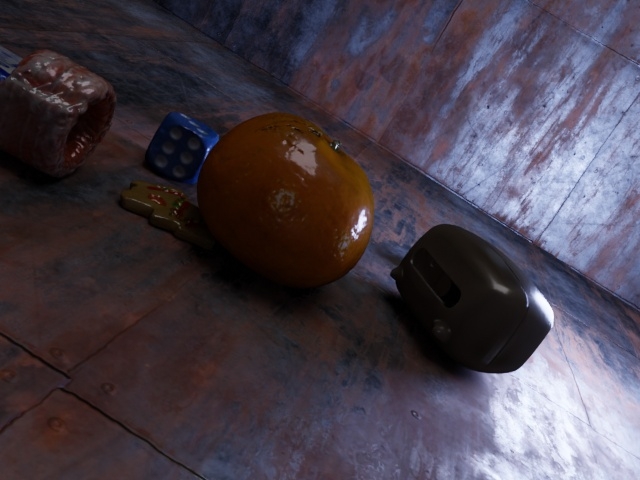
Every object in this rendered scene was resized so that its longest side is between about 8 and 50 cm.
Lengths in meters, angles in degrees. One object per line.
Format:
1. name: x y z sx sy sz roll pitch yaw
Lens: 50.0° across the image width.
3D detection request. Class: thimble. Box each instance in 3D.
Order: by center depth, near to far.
1. thimble: -0.532 -0.251 1.363 0.162 0.239 0.239 32 18 -2

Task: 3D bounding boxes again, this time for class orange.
1. orange: -0.065 -0.095 1.520 0.424 0.326 0.424 35 13 -9

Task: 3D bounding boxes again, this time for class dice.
1. dice: -0.348 -0.232 1.733 0.146 0.143 0.146 28 15 -9

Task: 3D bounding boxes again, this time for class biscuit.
1. biscuit: -0.320 -0.062 1.506 0.238 0.041 0.212 36 17 14

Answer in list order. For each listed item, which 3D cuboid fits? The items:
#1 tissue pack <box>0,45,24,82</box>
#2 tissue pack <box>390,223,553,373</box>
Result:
1. tissue pack: -0.731 -0.348 1.440 0.269 0.137 0.209 29 19 1
2. tissue pack: 0.364 0.135 1.727 0.277 0.267 0.387 23 21 -34
